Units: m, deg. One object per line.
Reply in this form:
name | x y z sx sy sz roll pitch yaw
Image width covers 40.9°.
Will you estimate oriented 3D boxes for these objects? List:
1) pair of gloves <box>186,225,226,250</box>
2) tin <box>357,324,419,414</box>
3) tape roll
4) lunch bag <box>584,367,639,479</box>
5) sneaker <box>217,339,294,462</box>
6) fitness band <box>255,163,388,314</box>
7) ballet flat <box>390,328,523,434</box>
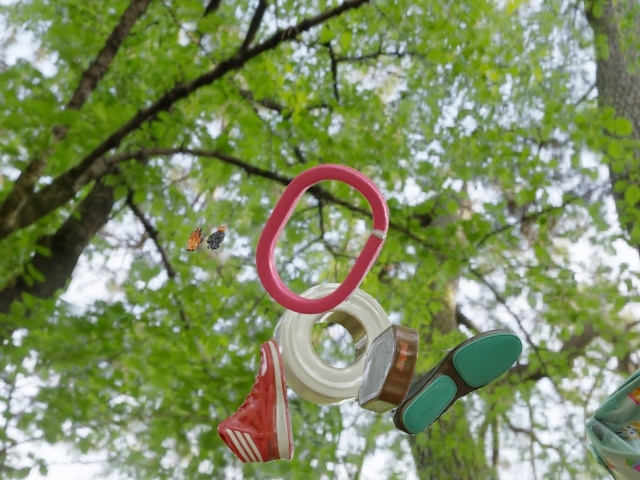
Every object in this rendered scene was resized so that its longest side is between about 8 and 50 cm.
pair of gloves | -0.248 -0.003 1.864 0.083 0.074 0.010 0 -46 15
tin | 0.088 0.172 1.147 0.040 0.106 0.189 19 -20 -4
tape roll | 0.032 0.250 2.061 0.286 0.286 0.100 20 -26 -9
lunch bag | 0.422 0.213 0.866 0.262 0.160 0.223 -18 -46 23
sneaker | -0.120 0.277 1.478 0.128 0.221 0.087 -8 -37 -2
fitness band | 0.000 0.000 1.579 0.209 0.054 0.291 32 -73 8
ballet flat | 0.237 0.244 1.565 0.095 0.280 0.096 60 -13 -11
